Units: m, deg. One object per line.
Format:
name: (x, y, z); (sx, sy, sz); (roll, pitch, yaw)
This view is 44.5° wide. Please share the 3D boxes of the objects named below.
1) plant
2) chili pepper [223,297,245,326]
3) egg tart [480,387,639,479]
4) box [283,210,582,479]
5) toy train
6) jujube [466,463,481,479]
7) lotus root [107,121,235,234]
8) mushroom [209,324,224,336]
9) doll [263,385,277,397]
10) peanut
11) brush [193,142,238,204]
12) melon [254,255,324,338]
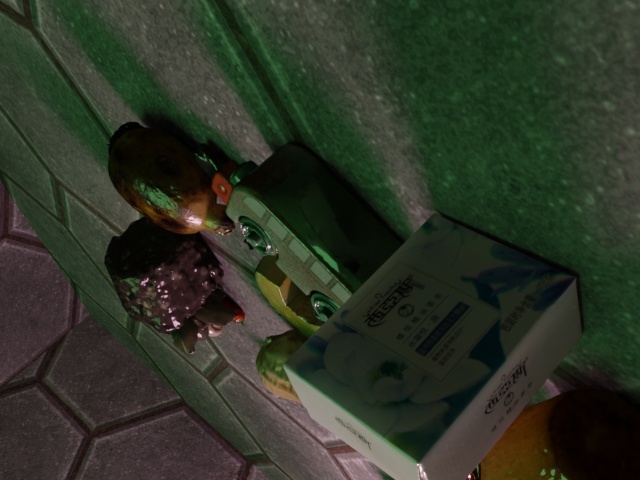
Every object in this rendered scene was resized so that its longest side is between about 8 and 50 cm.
plant: (-0.334, 0.108, 1.775); (0.213, 0.215, 0.312); (24, 151, 38)
chili pepper: (-0.242, 0.152, 1.917); (0.178, 0.027, 0.045); (34, -166, 28)
egg tart: (0.306, 0.266, 0.939); (0.202, 0.202, 0.147); (40, 145, 16)
box: (0.130, 0.123, 0.881); (0.203, 0.274, 0.116); (29, 153, 40)
toy train: (0.000, 0.000, 1.107); (0.326, 0.129, 0.159); (46, 152, 4)
jujube: (0.277, 0.355, 1.179); (0.155, 0.155, 0.230); (16, 136, 52)
lotus root: (-0.279, -0.104, 1.411); (0.314, 0.141, 0.169); (37, 160, 20)
mushroom: (-0.276, 0.206, 2.039); (0.079, 0.085, 0.085); (-25, 113, 22)
doll: (-0.083, 0.347, 1.915); (0.094, 0.079, 0.180); (31, 152, -26)
peanut: (-0.019, 0.256, 1.560); (0.325, 0.140, 0.153); (-1, 111, 59)
brush: (-0.097, -0.041, 1.321); (0.323, 0.051, 0.070); (49, 152, 4)
melon: (-0.041, 0.117, 1.466); (0.209, 0.064, 0.118); (41, 152, 8)
